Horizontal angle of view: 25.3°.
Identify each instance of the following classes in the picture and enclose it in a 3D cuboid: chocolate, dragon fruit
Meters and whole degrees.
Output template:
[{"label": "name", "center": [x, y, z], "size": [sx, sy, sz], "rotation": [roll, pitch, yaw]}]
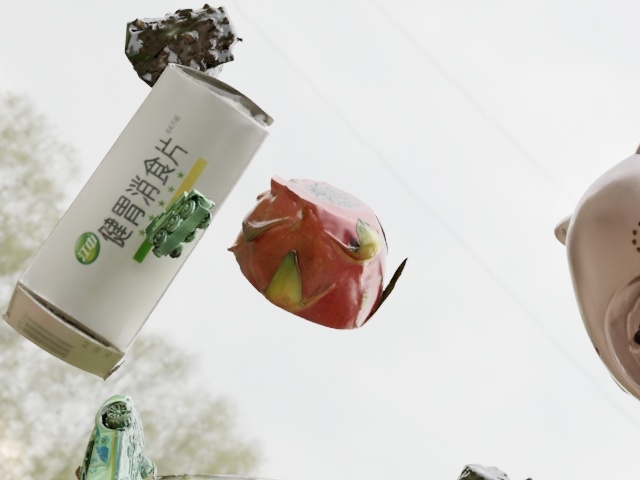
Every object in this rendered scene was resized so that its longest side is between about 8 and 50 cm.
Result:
[{"label": "chocolate", "center": [-0.183, -0.286, 2.043], "size": [0.133, 0.156, 0.156], "rotation": [-34, -82, 23]}, {"label": "dragon fruit", "center": [0.000, 0.000, 2.412], "size": [0.290, 0.290, 0.189], "rotation": [37, -70, 22]}]

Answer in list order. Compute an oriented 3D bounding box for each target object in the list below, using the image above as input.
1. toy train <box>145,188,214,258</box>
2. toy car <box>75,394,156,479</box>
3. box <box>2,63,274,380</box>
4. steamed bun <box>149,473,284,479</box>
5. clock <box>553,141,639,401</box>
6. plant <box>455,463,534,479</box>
[{"label": "toy train", "center": [-0.145, -0.019, 1.474], "size": [0.033, 0.083, 0.053], "rotation": [36, 17, -29]}, {"label": "toy car", "center": [-0.188, 0.222, 1.286], "size": [0.058, 0.186, 0.093], "rotation": [-10, -50, 7]}, {"label": "box", "center": [-0.204, -0.022, 1.608], "size": [0.145, 0.333, 0.173], "rotation": [34, -21, -8]}, {"label": "steamed bun", "center": [-0.124, 0.448, 1.773], "size": [0.309, 0.309, 0.309], "rotation": [35, -31, 25]}, {"label": "clock", "center": [0.501, 0.053, 1.984], "size": [0.376, 0.250, 0.368], "rotation": [54, -51, 19]}, {"label": "plant", "center": [0.233, 0.436, 2.007], "size": [0.204, 0.234, 0.178], "rotation": [25, -2, 6]}]
